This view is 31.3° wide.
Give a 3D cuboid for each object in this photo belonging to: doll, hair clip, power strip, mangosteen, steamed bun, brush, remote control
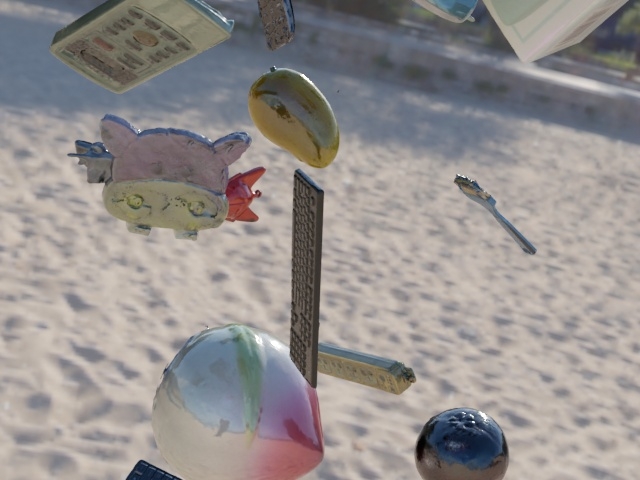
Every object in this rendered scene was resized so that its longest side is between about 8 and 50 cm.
[{"bbox_3d":[-0.170,-0.072,2.025,0.057,0.109,0.169,29,30,37],"label":"doll"},{"bbox_3d":[-0.177,-0.067,1.213,0.187,0.146,0.056,13,36,-1],"label":"hair clip"},{"bbox_3d":[0.157,-0.393,1.742,0.216,0.044,0.137,32,3,-17],"label":"power strip"},{"bbox_3d":[0.219,0.336,1.758,0.152,0.152,0.152,13,13,-3],"label":"mangosteen"},{"bbox_3d":[-0.116,0.307,1.964,0.309,0.309,0.309,13,13,-3],"label":"steamed bun"},{"bbox_3d":[0.223,-0.029,1.427,0.164,0.014,0.051,41,-6,-32],"label":"brush"},{"bbox_3d":[0.081,0.258,2.311,0.044,0.064,0.305,-35,26,-32],"label":"power strip"},{"bbox_3d":[-0.034,-0.185,0.813,0.014,0.096,0.039,-8,-5,-31],"label":"remote control"},{"bbox_3d":[-0.228,-0.255,1.429,0.123,0.038,0.285,30,-25,-33],"label":"remote control"}]

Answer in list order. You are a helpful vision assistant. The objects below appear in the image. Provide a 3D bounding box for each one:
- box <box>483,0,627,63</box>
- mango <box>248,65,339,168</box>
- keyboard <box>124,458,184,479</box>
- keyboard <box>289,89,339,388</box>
[{"bbox_3d":[0.225,-0.268,0.922,0.079,0.135,0.269,-26,-8,-30],"label":"box"},{"bbox_3d":[-0.034,-0.173,1.632,0.161,0.103,0.076,49,6,1],"label":"mango"},{"bbox_3d":[-0.274,0.422,1.439,0.101,0.018,0.310,22,58,21],"label":"keyboard"},{"bbox_3d":[-0.012,0.000,1.441,0.041,0.381,0.103,-1,22,-23],"label":"keyboard"}]
